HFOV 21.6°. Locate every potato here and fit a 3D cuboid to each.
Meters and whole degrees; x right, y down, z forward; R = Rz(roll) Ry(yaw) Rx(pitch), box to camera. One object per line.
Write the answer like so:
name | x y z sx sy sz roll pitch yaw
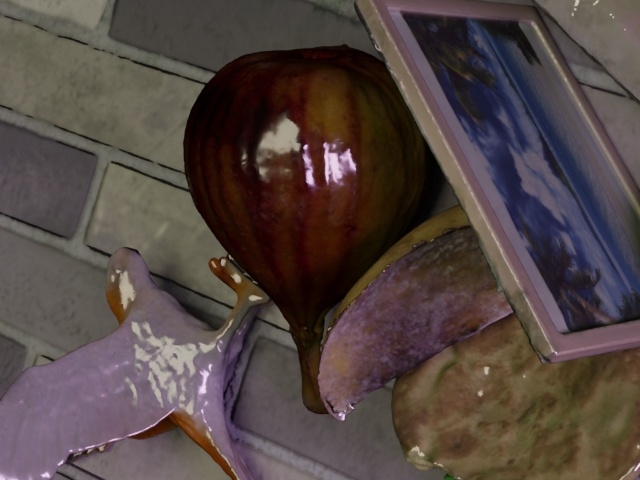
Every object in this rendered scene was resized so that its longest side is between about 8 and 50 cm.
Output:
potato | 0.093 0.020 1.353 0.261 0.120 0.100 -28 32 3

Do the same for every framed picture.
framed picture | 0.165 -0.055 1.284 0.024 0.232 0.315 -39 69 36

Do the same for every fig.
fig | 0.000 0.000 1.411 0.217 0.217 0.321 2 107 29

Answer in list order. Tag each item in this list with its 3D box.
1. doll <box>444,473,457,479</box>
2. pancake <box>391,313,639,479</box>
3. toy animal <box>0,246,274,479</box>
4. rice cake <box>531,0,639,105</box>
doll | 0.162 0.209 1.369 0.113 0.076 0.078 48 139 -6
pancake | 0.168 0.122 1.325 0.236 0.042 0.222 6 56 35
toy animal | -0.116 0.159 1.481 0.284 0.225 0.302 32 89 8
rice cake | 0.291 -0.115 1.313 0.070 0.064 0.399 -48 66 10
